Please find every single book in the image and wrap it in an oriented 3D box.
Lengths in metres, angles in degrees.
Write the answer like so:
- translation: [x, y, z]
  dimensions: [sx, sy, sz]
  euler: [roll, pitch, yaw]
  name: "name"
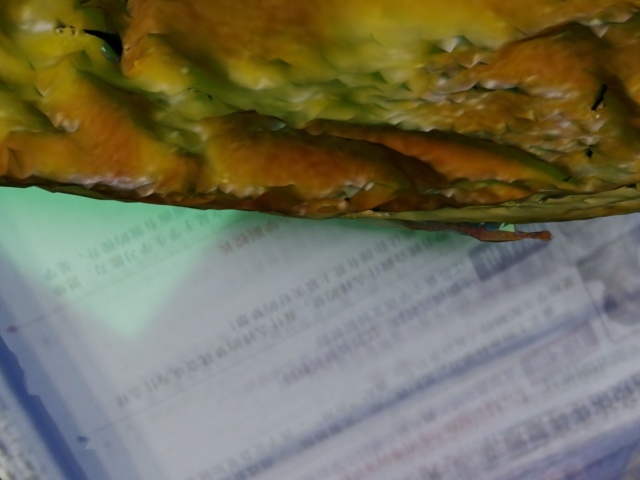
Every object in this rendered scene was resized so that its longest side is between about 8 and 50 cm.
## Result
- translation: [0.000, 0.000, 0.533]
  dimensions: [0.228, 0.018, 0.322]
  euler: [-26, 111, 0]
  name: "book"

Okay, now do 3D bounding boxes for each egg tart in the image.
- translation: [0.016, -0.087, 0.392]
  dimensions: [0.297, 0.297, 0.132]
  euler: [12, 67, -14]
  name: "egg tart"
